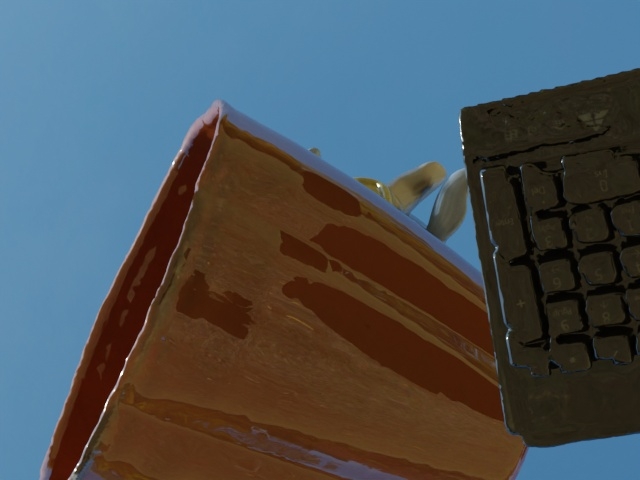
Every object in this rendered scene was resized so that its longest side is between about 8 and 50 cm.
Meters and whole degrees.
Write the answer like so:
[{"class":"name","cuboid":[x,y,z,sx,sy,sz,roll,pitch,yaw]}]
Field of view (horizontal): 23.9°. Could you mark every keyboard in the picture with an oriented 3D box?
[{"class":"keyboard","cuboid":[0.122,-0.008,0.275,0.196,0.015,0.074,-10,-86,21]}]

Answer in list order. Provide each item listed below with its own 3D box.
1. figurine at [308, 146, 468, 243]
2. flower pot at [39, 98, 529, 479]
[{"class":"figurine","cuboid":[0.000,0.000,0.914,0.208,0.184,0.128,-1,-94,23]},{"class":"flower pot","cuboid":[-0.007,0.056,0.649,0.173,0.190,0.191,22,-114,-11]}]
